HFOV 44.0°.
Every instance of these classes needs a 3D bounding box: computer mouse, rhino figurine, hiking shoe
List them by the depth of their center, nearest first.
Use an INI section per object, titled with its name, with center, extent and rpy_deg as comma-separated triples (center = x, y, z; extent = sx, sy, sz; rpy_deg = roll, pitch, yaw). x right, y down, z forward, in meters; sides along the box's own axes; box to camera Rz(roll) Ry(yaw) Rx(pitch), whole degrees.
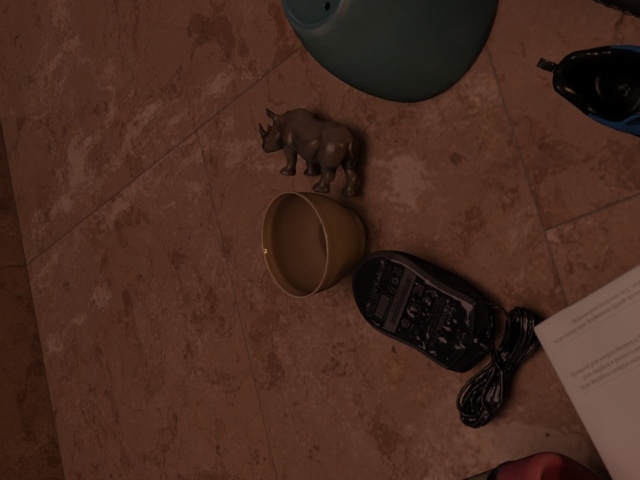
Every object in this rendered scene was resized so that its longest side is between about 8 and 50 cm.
[hiking shoe]
center = 0.367, -0.125, 0.779
extent = 0.304, 0.132, 0.113
rpy_deg = 26, 112, 47
[computer mouse]
center = 0.163, 0.109, 1.086
extent = 0.272, 0.072, 0.188
rpy_deg = 35, 117, 27
[rhino figurine]
center = -0.025, -0.154, 1.265
extent = 0.243, 0.073, 0.106
rpy_deg = 30, 118, 44

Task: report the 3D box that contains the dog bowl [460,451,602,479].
[dog bowl]
center = 0.262, 0.389, 0.769
extent = 0.150, 0.408, 0.408
rpy_deg = -42, 61, 20

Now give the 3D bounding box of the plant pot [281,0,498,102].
[plant pot]
center = 0.062, -0.338, 1.061
extent = 0.290, 0.195, 0.290
rpy_deg = 4, 96, 48

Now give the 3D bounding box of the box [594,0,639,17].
[box]
center = 0.224, -0.557, 0.760
extent = 0.471, 0.297, 0.480
rpy_deg = 52, 127, 37

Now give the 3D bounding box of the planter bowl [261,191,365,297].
[planter bowl]
center = 0.000, 0.000, 1.218
extent = 0.162, 0.109, 0.162
rpy_deg = 15, 109, 49

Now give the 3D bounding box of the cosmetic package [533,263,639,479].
[cosmetic package]
center = 0.404, 0.198, 0.757
extent = 0.217, 0.156, 0.385
rpy_deg = -41, 64, 42
